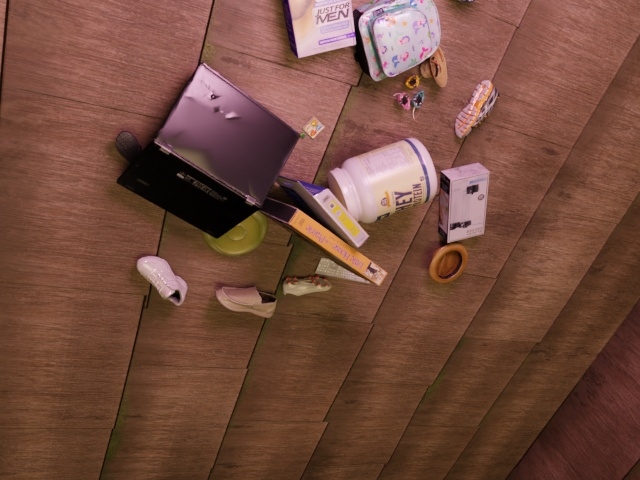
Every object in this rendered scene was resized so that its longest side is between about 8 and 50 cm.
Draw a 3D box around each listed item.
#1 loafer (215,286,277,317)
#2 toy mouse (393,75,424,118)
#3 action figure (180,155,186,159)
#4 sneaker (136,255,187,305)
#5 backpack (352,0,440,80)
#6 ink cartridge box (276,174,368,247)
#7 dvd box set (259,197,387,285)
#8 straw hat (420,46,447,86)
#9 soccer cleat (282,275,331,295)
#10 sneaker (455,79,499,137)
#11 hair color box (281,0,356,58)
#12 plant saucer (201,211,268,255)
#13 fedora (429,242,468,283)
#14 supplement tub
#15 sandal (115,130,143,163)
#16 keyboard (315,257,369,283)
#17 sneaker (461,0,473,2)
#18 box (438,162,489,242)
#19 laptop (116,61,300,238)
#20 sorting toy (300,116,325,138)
[{"bbox_3d":[-0.280,0.220,2.043,0.269,0.102,0.092,20,112,-39],"label":"loafer"},{"bbox_3d":[0.303,-0.482,1.798,0.161,0.031,0.143,-30,123,-29],"label":"toy mouse"},{"bbox_3d":[-0.366,-0.295,1.696,0.232,0.063,0.137,-26,125,-5],"label":"action figure"},{"bbox_3d":[-0.555,0.147,1.884,0.090,0.115,0.232,-38,126,8],"label":"sneaker"},{"bbox_3d":[0.239,-0.629,1.613,0.254,0.191,0.225,-26,126,-8],"label":"backpack"},{"bbox_3d":[-0.015,-0.125,1.765,0.072,0.304,0.307,-44,116,-9],"label":"ink cartridge box"},{"bbox_3d":[0.000,0.000,1.844,0.420,0.308,0.062,35,85,-29],"label":"dvd box set"},{"bbox_3d":[0.365,-0.570,1.755,0.061,0.144,0.144,-7,136,35],"label":"straw hat"},{"bbox_3d":[-0.055,0.184,2.115,0.196,0.068,0.076,3,126,-12],"label":"soccer cleat"},{"bbox_3d":[0.562,-0.457,1.894,0.083,0.084,0.214,18,114,-33],"label":"sneaker"},{"bbox_3d":[-0.017,-0.716,1.510,0.185,0.110,0.338,-16,124,-7],"label":"hair color box"},{"bbox_3d":[-0.302,-0.036,1.900,0.241,0.037,0.240,-9,125,-13],"label":"plant saucer"},{"bbox_3d":[0.527,0.086,2.238,0.195,0.079,0.194,-8,118,-16],"label":"fedora"},{"bbox_3d":[0.211,-0.199,1.840,0.325,0.235,0.235,-21,126,-8],"label":"supplement tub"},{"bbox_3d":[-0.581,-0.272,1.655,0.067,0.040,0.179,-19,141,1],"label":"sandal"},{"bbox_3d":[0.104,0.123,2.157,0.256,0.014,0.072,13,117,-26],"label":"keyboard"},{"bbox_3d":[0.402,-0.784,1.578,0.235,0.153,0.094,28,108,-32],"label":"sneaker"},{"bbox_3d":[0.562,-0.146,2.092,0.169,0.087,0.289,-13,125,-11],"label":"box"},{"bbox_3d":[-0.349,-0.257,1.673,0.382,0.236,0.408,32,137,-28],"label":"laptop"},{"bbox_3d":[-0.032,-0.369,1.789,0.083,0.012,0.062,-43,125,11],"label":"sorting toy"}]
